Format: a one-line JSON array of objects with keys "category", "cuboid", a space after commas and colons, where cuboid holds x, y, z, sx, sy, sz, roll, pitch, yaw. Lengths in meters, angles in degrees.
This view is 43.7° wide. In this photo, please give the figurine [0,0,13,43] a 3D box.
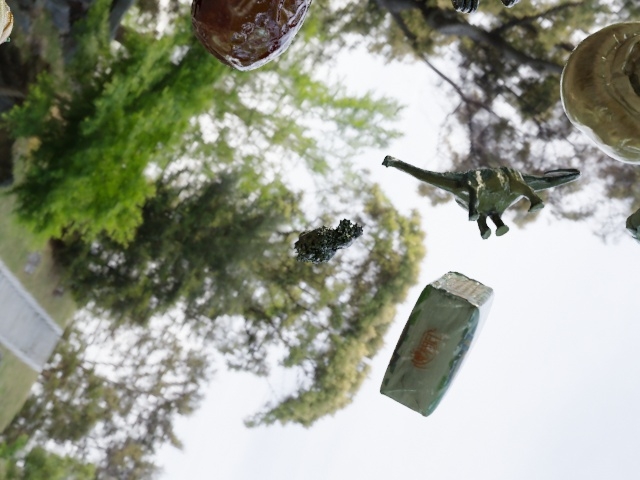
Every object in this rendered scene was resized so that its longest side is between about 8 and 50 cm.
[{"category": "figurine", "cuboid": [-0.688, -0.491, 1.600, 0.222, 0.124, 0.324, 102, -29, -54]}]

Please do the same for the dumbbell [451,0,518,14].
[{"category": "dumbbell", "cuboid": [0.339, -0.516, 1.622, 0.209, 0.099, 0.099, -11, -150, -4]}]

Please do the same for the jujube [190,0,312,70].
[{"category": "jujube", "cuboid": [-0.080, -0.358, 1.159, 0.236, 0.168, 0.168, -47, -158, -10]}]

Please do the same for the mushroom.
[{"category": "mushroom", "cuboid": [0.555, -0.261, 1.363, 0.234, 0.260, 0.253, 123, -43, -80]}]

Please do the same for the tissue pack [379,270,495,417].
[{"category": "tissue pack", "cuboid": [0.230, 0.186, 1.536, 0.227, 0.128, 0.311, -67, 165, 8]}]

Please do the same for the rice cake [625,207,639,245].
[{"category": "rice cake", "cuboid": [0.610, -0.070, 1.336, 0.211, 0.124, 0.038, -48, -138, 13]}]

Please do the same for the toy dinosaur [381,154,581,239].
[{"category": "toy dinosaur", "cuboid": [0.278, -0.080, 1.279, 0.076, 0.363, 0.147, 109, -26, -49]}]

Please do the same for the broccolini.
[{"category": "broccolini", "cuboid": [-0.002, 0.008, 0.993, 0.254, 0.071, 0.057, 146, -41, -83]}]
